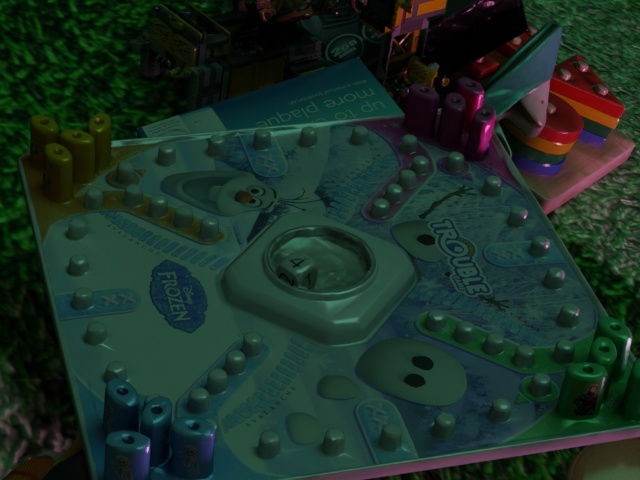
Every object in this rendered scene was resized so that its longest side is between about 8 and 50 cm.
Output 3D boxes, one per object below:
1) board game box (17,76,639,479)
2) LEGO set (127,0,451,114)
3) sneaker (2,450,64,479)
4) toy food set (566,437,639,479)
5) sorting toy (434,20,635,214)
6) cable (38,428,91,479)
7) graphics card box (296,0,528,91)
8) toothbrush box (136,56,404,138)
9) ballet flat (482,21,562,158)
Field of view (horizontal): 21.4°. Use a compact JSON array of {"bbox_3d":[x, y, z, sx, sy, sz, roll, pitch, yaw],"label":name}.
[{"bbox_3d":[0.000,0.015,1.227,0.390,0.050,0.390,-7,39,-15],"label":"board game box"},{"bbox_3d":[-0.049,-0.208,1.648,0.192,0.255,0.331,-19,52,-36],"label":"LEGO set"},{"bbox_3d":[-0.156,0.218,1.156,0.175,0.064,0.067,36,49,26],"label":"sneaker"},{"bbox_3d":[0.273,0.227,1.458,0.132,0.038,0.192,28,51,10],"label":"toy food set"},{"bbox_3d":[0.224,-0.168,1.946,0.255,0.089,0.257,37,33,16],"label":"sorting toy"},{"bbox_3d":[-0.183,0.192,1.112,0.287,0.072,0.139,-26,70,-17],"label":"cable"},{"bbox_3d":[0.038,-0.313,1.905,0.233,0.094,0.371,-29,53,-6],"label":"graphics card box"},{"bbox_3d":[0.000,0.000,1.412,0.216,0.126,0.295,-19,44,-14],"label":"toothbrush box"},{"bbox_3d":[0.183,-0.126,1.786,0.247,0.083,0.087,-41,87,-15],"label":"ballet flat"}]
